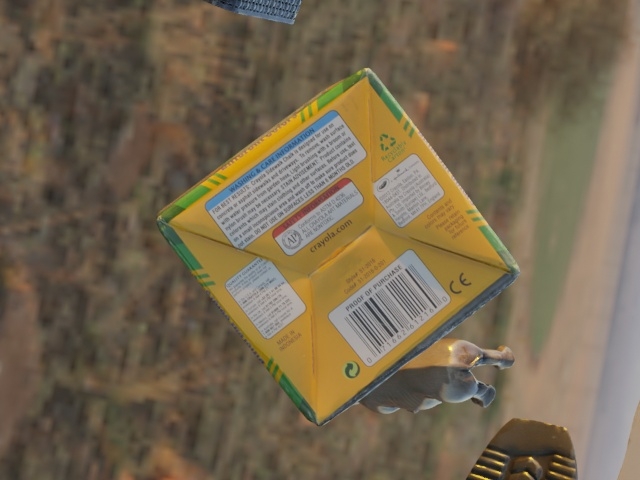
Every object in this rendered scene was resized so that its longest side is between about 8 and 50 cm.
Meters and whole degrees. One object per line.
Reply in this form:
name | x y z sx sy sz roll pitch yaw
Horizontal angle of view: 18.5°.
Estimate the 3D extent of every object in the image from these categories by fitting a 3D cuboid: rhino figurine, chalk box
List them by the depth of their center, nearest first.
chalk box | 0.000 0.000 1.424 0.180 0.179 0.289 -37 -175 -4
rhino figurine | 0.076 0.147 2.062 0.106 0.243 0.073 12 72 -52

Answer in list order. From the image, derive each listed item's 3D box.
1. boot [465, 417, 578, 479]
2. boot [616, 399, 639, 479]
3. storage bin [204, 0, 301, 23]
boot | 0.126 0.216 1.257 0.137 0.077 0.198 31 74 -71
boot | 0.300 0.185 1.568 0.123 0.095 0.258 25 93 -56
storage bin | -0.087 -0.259 1.755 0.084 0.122 0.180 -67 163 9
